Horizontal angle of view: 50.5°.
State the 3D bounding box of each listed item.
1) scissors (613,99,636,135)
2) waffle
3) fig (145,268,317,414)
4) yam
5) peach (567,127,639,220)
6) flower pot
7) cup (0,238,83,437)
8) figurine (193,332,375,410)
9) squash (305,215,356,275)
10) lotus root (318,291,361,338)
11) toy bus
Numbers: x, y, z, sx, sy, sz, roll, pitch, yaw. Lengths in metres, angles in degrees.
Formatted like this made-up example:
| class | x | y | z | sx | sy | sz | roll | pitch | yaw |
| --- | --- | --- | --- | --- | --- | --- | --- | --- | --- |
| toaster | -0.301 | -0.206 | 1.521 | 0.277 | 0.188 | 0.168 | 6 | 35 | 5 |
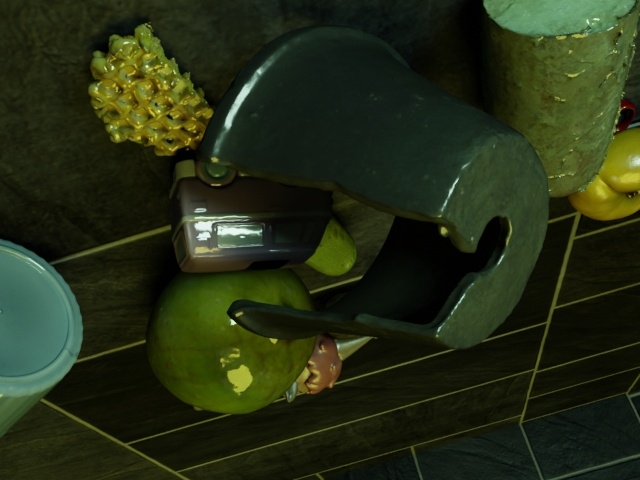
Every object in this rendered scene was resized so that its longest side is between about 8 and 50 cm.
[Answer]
| class | x | y | z | sx | sy | sz | roll | pitch | yaw |
| --- | --- | --- | --- | --- | --- | --- | --- | --- | --- |
| scissors | 0.445 | -0.132 | 1.115 | 0.144 | 0.017 | 0.247 | -23 | 149 | 14 |
| waffle | -0.177 | -0.162 | 0.769 | 0.161 | 0.046 | 0.192 | -5 | 149 | -14 |
| fig | -0.158 | 0.152 | 1.101 | 0.258 | 0.258 | 0.326 | 11 | 157 | -36 |
| yam | 0.276 | -0.188 | 0.812 | 0.168 | 0.168 | 0.304 | -18 | 150 | 4 |
| peach | 0.471 | -0.104 | 1.057 | 0.179 | 0.103 | 0.179 | -12 | 152 | -6 |
| flower pot | 0.088 | -0.035 | 0.734 | 0.379 | 0.251 | 0.379 | -19 | 118 | -42 |
| cup | -0.536 | 0.142 | 0.953 | 0.311 | 0.331 | 0.257 | -37 | 176 | 29 |
| figurine | -0.067 | 0.254 | 1.357 | 0.387 | 0.166 | 0.207 | -9 | 127 | -5 |
| squash | 0.000 | 0.000 | 1.068 | 0.095 | 0.095 | 0.188 | -26 | 152 | 17 |
| lotus root | 0.077 | 0.142 | 1.318 | 0.179 | 0.089 | 0.080 | -10 | 155 | -11 |
| toy bus | -0.090 | -0.034 | 0.886 | 0.202 | 0.142 | 0.142 | -3 | 168 | -18 |
